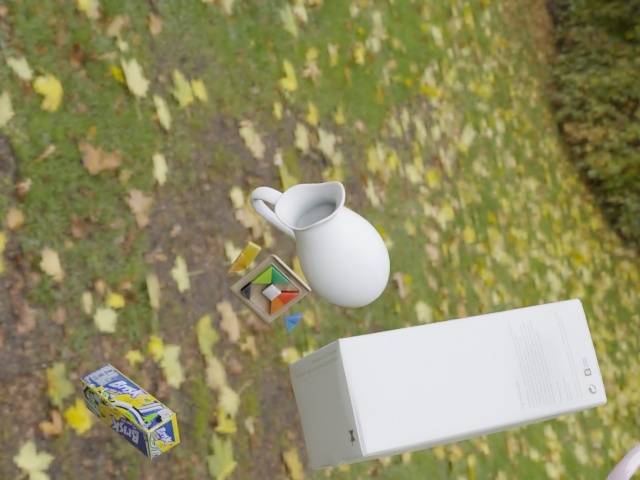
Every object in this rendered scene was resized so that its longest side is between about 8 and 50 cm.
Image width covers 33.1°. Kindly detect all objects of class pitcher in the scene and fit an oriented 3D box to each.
[{"bbox_3d":[0.000,0.000,1.563,0.125,0.178,0.207,-56,137,-21],"label":"pitcher"}]

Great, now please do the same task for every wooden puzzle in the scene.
[{"bbox_3d":[-0.058,0.057,1.230,0.116,0.078,0.014,38,23,-23],"label":"wooden puzzle"}]

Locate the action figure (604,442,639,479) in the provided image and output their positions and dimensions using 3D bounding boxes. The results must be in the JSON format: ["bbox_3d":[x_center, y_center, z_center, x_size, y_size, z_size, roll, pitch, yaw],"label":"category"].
[{"bbox_3d":[0.190,0.351,0.943,0.248,0.370,0.275,-4,68,-50],"label":"action figure"}]

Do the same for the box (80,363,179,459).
[{"bbox_3d":[-0.280,0.250,1.582,0.054,0.169,0.059,-29,131,-35],"label":"box"}]

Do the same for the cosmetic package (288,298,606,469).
[{"bbox_3d":[0.167,0.193,1.438,0.366,0.197,0.155,-6,77,-25],"label":"cosmetic package"}]
